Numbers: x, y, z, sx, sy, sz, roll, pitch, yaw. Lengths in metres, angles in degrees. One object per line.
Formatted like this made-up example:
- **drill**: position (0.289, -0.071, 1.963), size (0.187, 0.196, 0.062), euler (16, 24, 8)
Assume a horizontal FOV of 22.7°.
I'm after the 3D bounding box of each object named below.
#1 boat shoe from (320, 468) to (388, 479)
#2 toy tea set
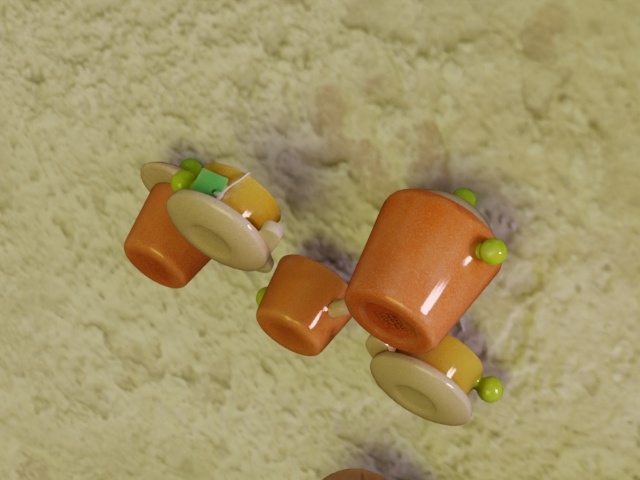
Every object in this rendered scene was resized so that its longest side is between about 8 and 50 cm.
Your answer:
- **boat shoe**: position (0.110, 0.325, 1.288), size (0.342, 0.123, 0.123), euler (41, 159, 3)
- **toy tea set**: position (0.000, 0.000, 1.206), size (0.336, 0.124, 0.200), euler (25, 154, 17)
